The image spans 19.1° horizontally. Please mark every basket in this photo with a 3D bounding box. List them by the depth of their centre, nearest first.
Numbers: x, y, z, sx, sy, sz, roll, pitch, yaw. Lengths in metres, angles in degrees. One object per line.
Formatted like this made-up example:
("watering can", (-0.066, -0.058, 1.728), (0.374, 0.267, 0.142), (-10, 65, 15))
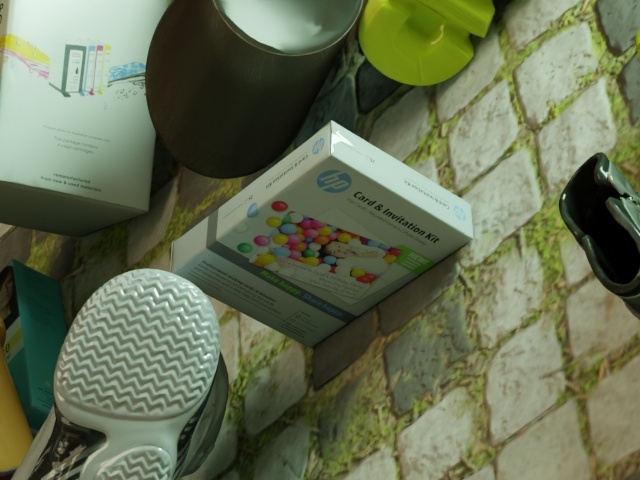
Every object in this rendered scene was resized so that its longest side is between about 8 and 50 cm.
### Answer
("basket", (-0.052, -0.179, 1.588), (0.227, 0.154, 0.204), (134, 152, -70))

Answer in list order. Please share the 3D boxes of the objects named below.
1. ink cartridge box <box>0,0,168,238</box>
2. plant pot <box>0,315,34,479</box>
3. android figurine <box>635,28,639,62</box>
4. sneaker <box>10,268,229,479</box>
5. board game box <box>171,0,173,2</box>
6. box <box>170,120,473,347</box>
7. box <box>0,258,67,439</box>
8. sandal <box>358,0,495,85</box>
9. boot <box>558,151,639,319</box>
("ink cartridge box", (-0.267, -0.141, 1.881), (0.171, 0.168, 0.233), (-18, 64, 58))
("plant pot", (-0.346, 0.159, 1.678), (0.205, 0.205, 0.188), (-43, 71, 26))
("android figurine", (0.280, -0.194, 1.176), (0.248, 0.056, 0.273), (-48, 8, 43))
("sneaker", (-0.171, 0.197, 1.452), (0.366, 0.137, 0.210), (-64, -7, -1))
("board game box", (-0.115, -0.192, 1.826), (0.136, 0.035, 0.201), (-128, 50, -59))
("box", (0.000, 0.000, 1.433), (0.186, 0.145, 0.038), (-36, 39, 34))
("box", (-0.295, 0.130, 1.855), (0.100, 0.060, 0.244), (-48, 31, 18))
("sandal", (0.137, -0.276, 1.508), (0.317, 0.126, 0.138), (-44, 28, 22))
("boot", (0.215, 0.055, 1.034), (0.083, 0.161, 0.246), (-51, 30, 16))
